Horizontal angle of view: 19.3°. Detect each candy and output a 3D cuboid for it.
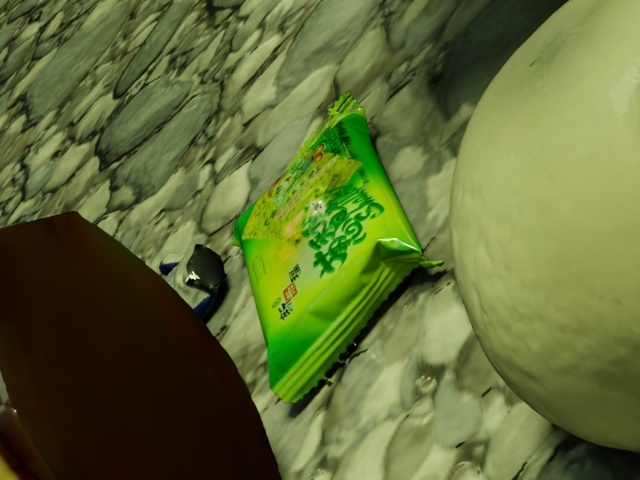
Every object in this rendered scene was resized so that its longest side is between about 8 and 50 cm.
[{"bbox_3d":[-0.001,-0.001,0.915,0.102,0.032,0.178,-44,25,12],"label":"candy"}]

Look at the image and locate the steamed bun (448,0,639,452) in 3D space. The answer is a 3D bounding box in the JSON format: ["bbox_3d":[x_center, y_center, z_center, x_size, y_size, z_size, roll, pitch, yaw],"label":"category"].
[{"bbox_3d":[0.134,-0.034,0.620,0.228,0.131,0.177,-31,29,39],"label":"steamed bun"}]

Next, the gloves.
[{"bbox_3d":[-0.083,0.033,1.016,0.086,0.026,0.064,-41,24,29],"label":"gloves"}]

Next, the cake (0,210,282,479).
[{"bbox_3d":[-0.131,0.114,0.776,0.178,0.185,0.207,-33,56,23],"label":"cake"}]
